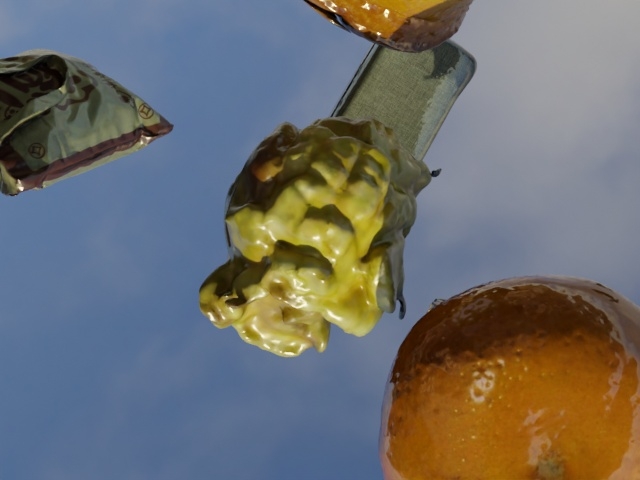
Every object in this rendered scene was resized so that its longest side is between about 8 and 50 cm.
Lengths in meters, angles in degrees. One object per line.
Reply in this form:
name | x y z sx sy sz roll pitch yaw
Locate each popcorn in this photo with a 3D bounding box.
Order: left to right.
popcorn | -0.001 -0.002 1.293 0.218 0.169 0.189 113 -8 -57

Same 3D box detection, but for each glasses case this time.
glasses case | 0.068 -0.128 1.980 0.323 0.131 0.074 -59 -167 13

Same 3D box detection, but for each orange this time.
orange | 0.160 0.138 1.173 0.240 0.240 0.171 -54 -173 -1

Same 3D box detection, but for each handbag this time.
handbag | -0.308 -0.139 1.675 0.213 0.235 0.127 33 -58 23

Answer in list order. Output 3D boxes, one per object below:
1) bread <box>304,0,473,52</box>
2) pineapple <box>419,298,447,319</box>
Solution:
bread | 0.036 -0.282 1.283 0.142 0.269 0.195 -37 -160 49
pineapple | 0.174 0.144 1.662 0.250 0.139 0.164 -137 -118 -66
